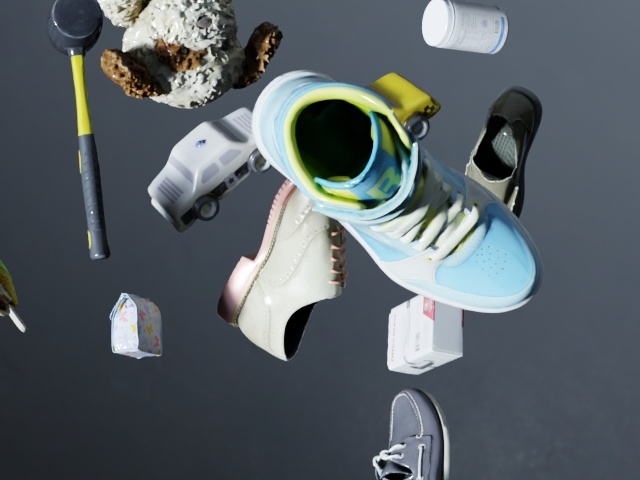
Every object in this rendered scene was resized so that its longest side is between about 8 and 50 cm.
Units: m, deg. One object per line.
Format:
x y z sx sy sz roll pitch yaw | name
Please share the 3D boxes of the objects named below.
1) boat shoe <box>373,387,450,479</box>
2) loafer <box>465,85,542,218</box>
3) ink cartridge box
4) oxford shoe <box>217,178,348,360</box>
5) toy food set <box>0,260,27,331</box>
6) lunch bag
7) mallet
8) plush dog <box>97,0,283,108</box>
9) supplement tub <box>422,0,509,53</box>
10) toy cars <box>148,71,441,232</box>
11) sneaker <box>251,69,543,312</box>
0.090 0.232 1.528 0.065 0.075 0.206 17 -135 -24 | boat shoe
0.240 -0.096 2.109 0.094 0.251 0.087 23 -147 25 | loafer
0.158 0.138 2.242 0.056 0.099 0.135 12 159 -23 | ink cartridge box
0.000 0.000 2.146 0.146 0.397 0.140 41 -146 18 | oxford shoe
-0.392 0.031 1.695 0.132 0.038 0.192 48 180 23 | toy food set
-0.259 0.120 2.097 0.053 0.083 0.071 -7 167 23 | lunch bag
-0.169 -0.081 1.067 0.039 0.189 0.062 -6 -177 -13 | mallet
-0.164 -0.255 1.637 0.262 0.225 0.211 -13 180 -31 | plush dog
0.206 -0.304 2.116 0.107 0.071 0.071 4 -168 -27 | supplement tub
-0.047 -0.126 1.875 0.394 0.176 0.087 -11 139 20 | toy cars
0.078 -0.029 1.320 0.319 0.127 0.208 34 -178 -8 | sneaker
